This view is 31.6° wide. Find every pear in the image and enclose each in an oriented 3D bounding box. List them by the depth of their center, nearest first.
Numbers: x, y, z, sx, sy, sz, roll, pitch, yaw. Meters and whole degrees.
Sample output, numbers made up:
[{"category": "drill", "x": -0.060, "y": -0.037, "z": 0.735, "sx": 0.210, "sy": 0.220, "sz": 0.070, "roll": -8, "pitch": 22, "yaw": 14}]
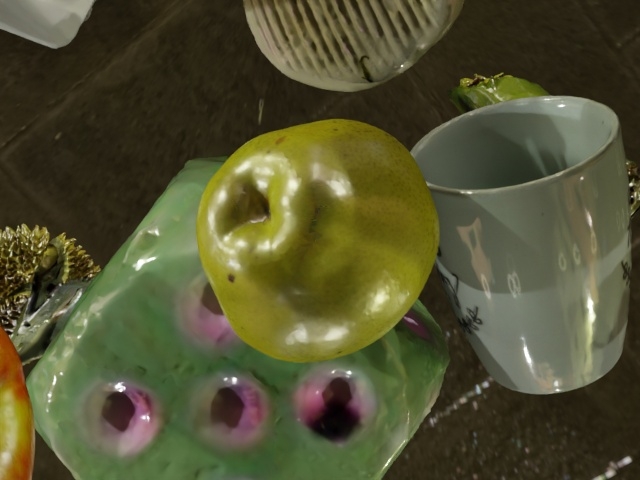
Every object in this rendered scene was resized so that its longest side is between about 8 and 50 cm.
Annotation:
[{"category": "pear", "x": 0.001, "y": 0.000, "z": 0.886, "sx": 0.198, "sy": 0.198, "sz": 0.198, "roll": 0, "pitch": 106, "yaw": -1}]

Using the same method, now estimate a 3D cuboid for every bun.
[{"category": "bun", "x": 0.034, "y": -0.257, "z": 1.070, "sx": 0.237, "sy": 0.116, "sz": 0.210, "roll": -25, "pitch": 106, "yaw": 28}]

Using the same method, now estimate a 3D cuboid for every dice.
[{"category": "dice", "x": -0.084, "y": 0.115, "z": 1.156, "sx": 0.330, "sy": 0.322, "sz": 0.318, "roll": 41, "pitch": 99, "yaw": -6}]

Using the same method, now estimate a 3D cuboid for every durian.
[{"category": "durian", "x": -0.372, "y": 0.073, "z": 1.337, "sx": 0.237, "sy": 0.193, "sz": 0.138, "roll": -45, "pitch": 72, "yaw": 11}]

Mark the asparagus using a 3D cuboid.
[{"category": "asparagus", "x": 0.275, "y": -0.143, "z": 1.482, "sx": 0.108, "sy": 0.382, "sz": 0.128, "roll": -32, "pitch": 134, "yaw": -2}]

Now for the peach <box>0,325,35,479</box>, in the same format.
[{"category": "peach", "x": -0.304, "y": 0.130, "z": 0.642, "sx": 0.275, "sy": 0.245, "sz": 0.248, "roll": -18, "pitch": 109, "yaw": 19}]

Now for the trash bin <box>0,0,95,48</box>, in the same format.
[{"category": "trash bin", "x": -0.312, "y": -0.333, "z": 1.017, "sx": 0.296, "sy": 0.367, "sz": 0.255, "roll": 20, "pitch": 80, "yaw": 15}]

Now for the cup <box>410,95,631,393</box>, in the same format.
[{"category": "cup", "x": 0.190, "y": -0.007, "z": 1.065, "sx": 0.186, "sy": 0.258, "sz": 0.234, "roll": -15, "pitch": 118, "yaw": 3}]
